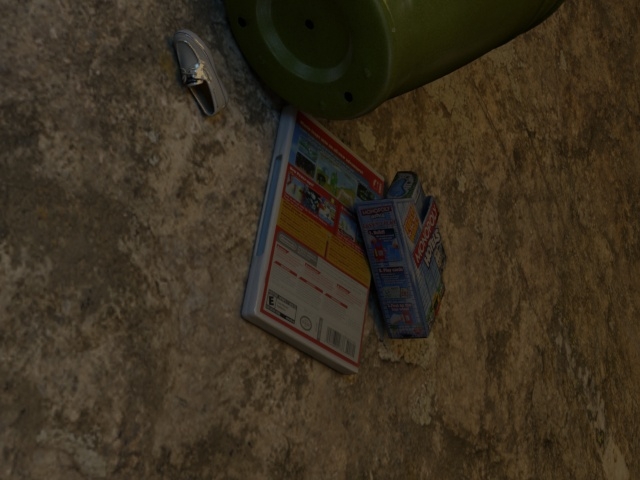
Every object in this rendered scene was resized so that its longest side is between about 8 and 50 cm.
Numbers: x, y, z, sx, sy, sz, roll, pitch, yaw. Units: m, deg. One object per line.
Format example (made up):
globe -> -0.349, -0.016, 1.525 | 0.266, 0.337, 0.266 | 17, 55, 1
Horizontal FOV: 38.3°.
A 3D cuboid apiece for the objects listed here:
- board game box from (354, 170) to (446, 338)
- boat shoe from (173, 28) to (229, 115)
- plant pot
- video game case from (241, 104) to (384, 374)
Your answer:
board game box -> 0.116, -0.004, 1.242 | 0.194, 0.060, 0.194 | -62, 138, -46
boat shoe -> -0.136, -0.182, 1.011 | 0.035, 0.035, 0.100 | -58, 132, -46
plant pot -> 0.079, -0.330, 1.114 | 0.353, 0.366, 0.367 | -45, 117, -34
video game case -> 0.000, 0.000, 1.149 | 0.204, 0.025, 0.285 | 35, 55, -42
